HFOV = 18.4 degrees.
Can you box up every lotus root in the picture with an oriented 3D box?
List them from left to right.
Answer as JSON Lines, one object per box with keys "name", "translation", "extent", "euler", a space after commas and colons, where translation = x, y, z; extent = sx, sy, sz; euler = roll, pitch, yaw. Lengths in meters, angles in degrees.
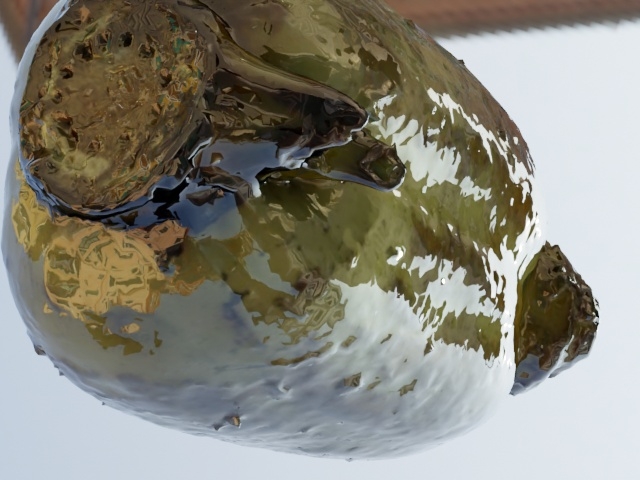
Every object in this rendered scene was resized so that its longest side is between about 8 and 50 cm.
{"name": "lotus root", "translation": [0.000, 0.000, 0.723], "extent": [0.173, 0.173, 0.309], "euler": [51, -168, 34]}
